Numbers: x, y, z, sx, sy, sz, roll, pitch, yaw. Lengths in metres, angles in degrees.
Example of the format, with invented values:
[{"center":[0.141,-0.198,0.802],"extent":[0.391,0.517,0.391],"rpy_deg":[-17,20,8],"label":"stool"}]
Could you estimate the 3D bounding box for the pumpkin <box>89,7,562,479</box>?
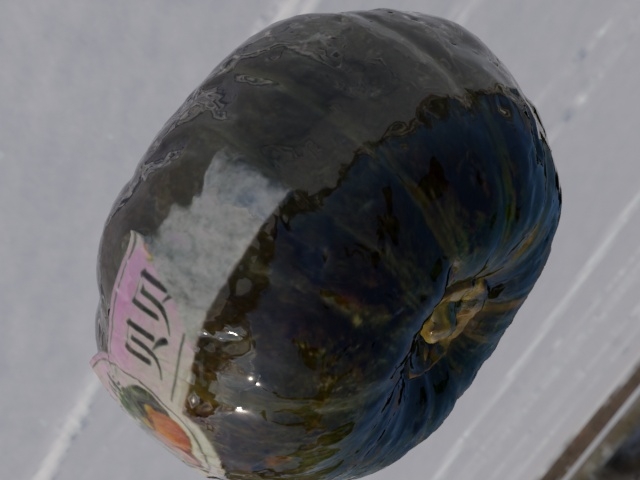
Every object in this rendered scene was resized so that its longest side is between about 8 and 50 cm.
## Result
[{"center":[-0.002,-0.002,0.691],"extent":[0.260,0.189,0.260],"rpy_deg":[-41,155,-23],"label":"pumpkin"}]
